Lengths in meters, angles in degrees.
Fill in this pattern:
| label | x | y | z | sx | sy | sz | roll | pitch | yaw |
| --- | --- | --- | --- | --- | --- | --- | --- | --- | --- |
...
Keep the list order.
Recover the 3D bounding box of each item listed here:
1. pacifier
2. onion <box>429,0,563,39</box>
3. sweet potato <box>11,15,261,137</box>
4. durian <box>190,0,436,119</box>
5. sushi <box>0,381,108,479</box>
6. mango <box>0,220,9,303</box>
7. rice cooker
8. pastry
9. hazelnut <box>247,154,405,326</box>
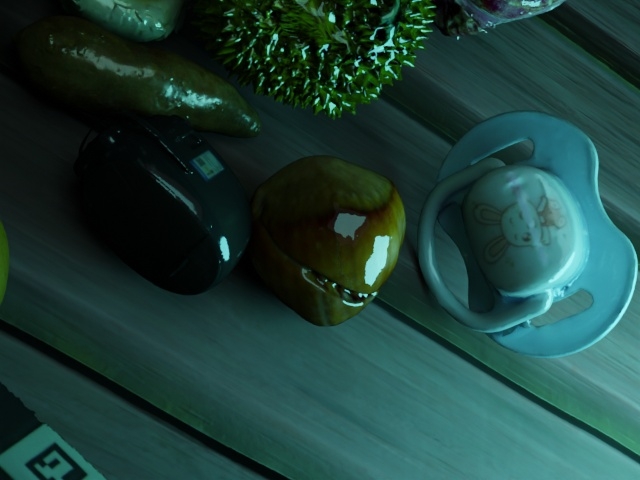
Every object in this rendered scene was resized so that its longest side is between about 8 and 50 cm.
| label | x | y | z | sx | sy | sz | roll | pitch | yaw |
| --- | --- | --- | --- | --- | --- | --- | --- | --- | --- |
| pacifier | 0.249 | 0.001 | 1.574 | 0.226 | 0.238 | 0.287 | 9 | 56 | -60 |
| onion | 0.224 | -0.396 | 1.677 | 0.256 | 0.230 | 0.272 | 36 | 64 | -11 |
| sweet potato | -0.185 | -0.162 | 1.431 | 0.292 | 0.097 | 0.097 | 18 | 62 | -24 |
| durian | 0.005 | -0.264 | 1.483 | 0.291 | 0.225 | 0.291 | -21 | 124 | -35 |
| sushi | -0.382 | 0.222 | 1.164 | 0.373 | 0.100 | 0.296 | 40 | 35 | 6 |
| mango | -0.357 | 0.034 | 1.208 | 0.151 | 0.120 | 0.221 | 37 | 36 | -30 |
| rice cooker | -0.158 | -0.042 | 1.369 | 0.203 | 0.142 | 0.118 | 51 | 43 | -3 |
| pastry | -0.215 | -0.285 | 1.468 | 0.166 | 0.088 | 0.166 | 11 | 64 | -24 |
| hazelnut | 0.000 | 0.000 | 1.433 | 0.182 | 0.182 | 0.182 | 11 | 65 | -25 |
